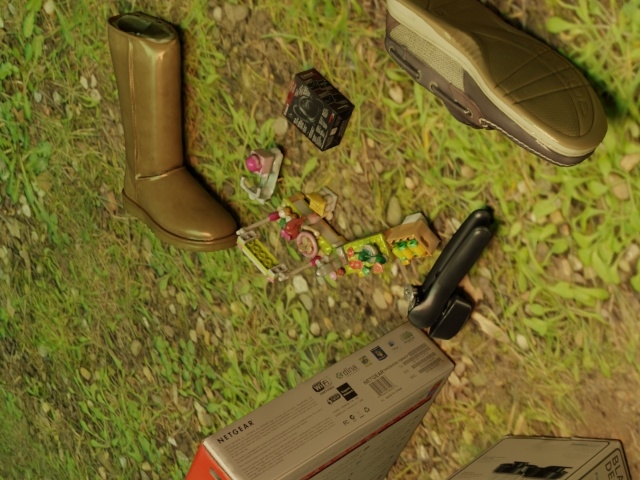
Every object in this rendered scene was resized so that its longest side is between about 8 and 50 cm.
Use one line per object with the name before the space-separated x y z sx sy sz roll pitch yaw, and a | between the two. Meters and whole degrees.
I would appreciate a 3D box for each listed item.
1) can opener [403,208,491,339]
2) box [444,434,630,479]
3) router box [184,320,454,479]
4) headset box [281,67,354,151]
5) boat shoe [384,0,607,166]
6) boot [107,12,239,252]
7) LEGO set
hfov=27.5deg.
can opener | 0.145 0.034 1.453 0.059 0.073 0.186 -97 22 -47
box | 0.179 0.305 1.360 0.169 0.290 0.087 -8 105 48
router box | -0.027 0.273 1.537 0.082 0.335 0.301 46 137 21
headset box | -0.007 -0.155 1.530 0.083 0.032 0.062 45 137 24
boat shoe | 0.164 -0.156 1.289 0.285 0.102 0.092 44 142 30
boot | -0.198 -0.139 1.712 0.236 0.089 0.270 25 126 38
LEGO set | 0.000 0.000 1.544 0.287 0.107 0.132 28 129 37
